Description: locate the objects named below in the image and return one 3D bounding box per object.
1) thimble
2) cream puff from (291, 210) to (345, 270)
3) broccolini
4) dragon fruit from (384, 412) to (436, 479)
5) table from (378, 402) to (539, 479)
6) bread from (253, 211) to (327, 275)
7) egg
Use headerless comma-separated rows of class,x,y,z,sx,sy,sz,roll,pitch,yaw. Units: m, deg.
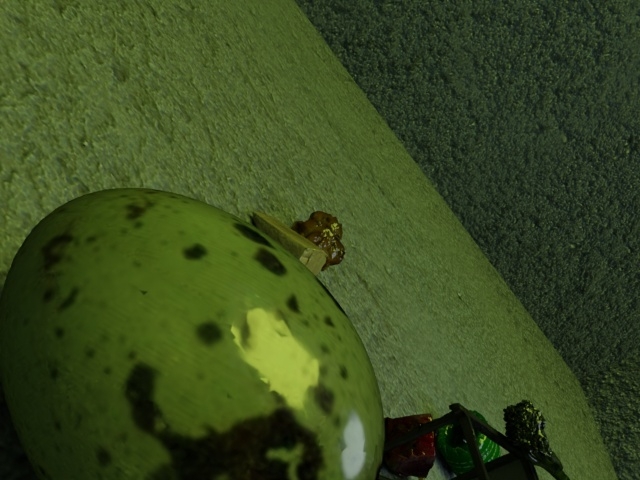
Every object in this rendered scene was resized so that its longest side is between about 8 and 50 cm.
thimble,0.302,0.416,1.328,0.090,0.118,0.130,57,39,-16
cream puff,0.000,0.000,1.254,0.116,0.094,0.122,57,17,-10
broccolini,0.340,0.335,1.017,0.202,0.068,0.091,60,-11,-25
dragon fruit,0.140,0.350,1.109,0.147,0.096,0.102,89,-7,-56
table,0.203,0.454,0.911,0.272,0.222,0.335,40,27,-42
bread,-0.074,0.029,1.148,0.152,0.105,0.077,34,5,35
egg,-0.110,0.125,0.576,0.379,0.288,0.287,52,21,6
